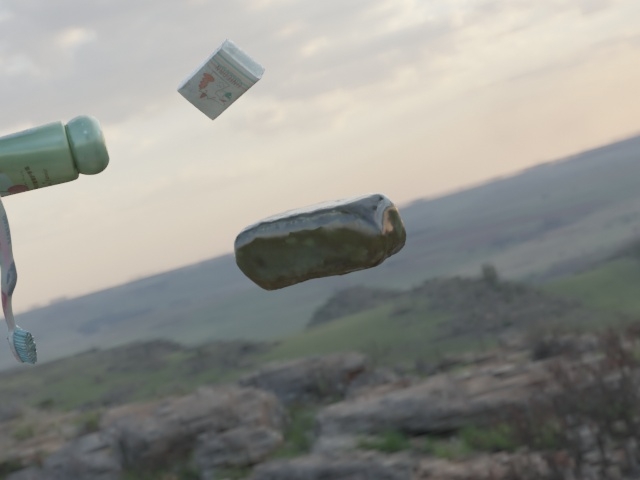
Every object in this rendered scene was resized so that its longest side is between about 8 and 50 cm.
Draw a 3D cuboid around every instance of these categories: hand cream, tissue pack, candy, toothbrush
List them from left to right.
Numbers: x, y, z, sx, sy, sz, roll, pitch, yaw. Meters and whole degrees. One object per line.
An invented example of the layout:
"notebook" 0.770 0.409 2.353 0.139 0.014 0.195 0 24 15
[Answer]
"toothbrush" -0.311 0.023 1.436 0.027 0.269 0.021 9 41 14
"hand cream" -0.472 -0.114 2.189 0.306 0.093 0.147 -14 -26 -6
"tissue pack" -0.108 -0.173 1.572 0.108 0.056 0.023 -32 23 50
"candy" 0.000 0.000 2.044 0.234 0.102 0.104 -14 7 27
